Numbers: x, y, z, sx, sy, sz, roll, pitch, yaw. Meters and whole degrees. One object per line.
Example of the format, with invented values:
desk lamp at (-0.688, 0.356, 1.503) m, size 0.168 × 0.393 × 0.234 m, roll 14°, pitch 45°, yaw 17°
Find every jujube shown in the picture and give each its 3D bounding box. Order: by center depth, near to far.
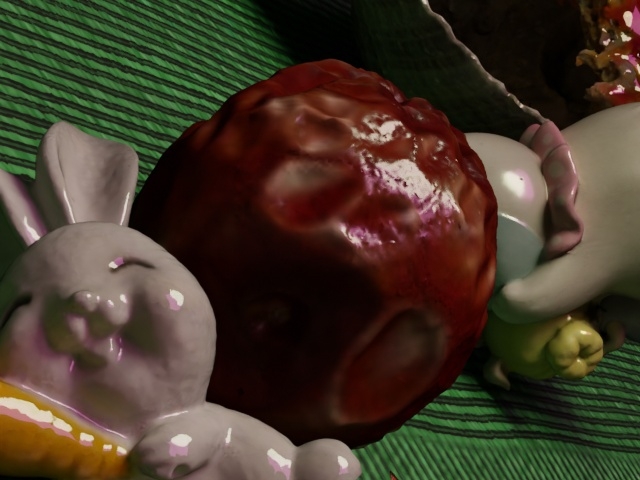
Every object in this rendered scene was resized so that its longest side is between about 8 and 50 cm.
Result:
jujube at (0.000, 0.000, 0.826) m, size 0.155 × 0.155 × 0.230 m, roll 49°, pitch 10°, yaw -7°

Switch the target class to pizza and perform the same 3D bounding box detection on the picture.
pizza at (0.221, -0.133, 1.215) m, size 0.201 × 0.053 × 0.193 m, roll 32°, pitch 55°, yaw -28°

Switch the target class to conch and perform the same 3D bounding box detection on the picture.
conch at (0.116, -0.142, 1.298) m, size 0.352 × 0.210 × 0.297 m, roll 12°, pitch 47°, yaw -30°

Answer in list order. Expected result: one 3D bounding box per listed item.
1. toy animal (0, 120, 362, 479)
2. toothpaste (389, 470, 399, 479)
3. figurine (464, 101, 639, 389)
toy animal at (-0.087, 0.041, 0.671) m, size 0.181 × 0.131 × 0.127 m, roll 59°, pitch -13°, yaw 1°
toothpaste at (0.067, 0.177, 0.819) m, size 0.071 × 0.045 × 0.193 m, roll 50°, pitch 11°, yaw -30°
figurine at (0.112, 0.000, 1.106) m, size 0.127 × 0.235 × 0.155 m, roll -112°, pitch -164°, yaw -58°
